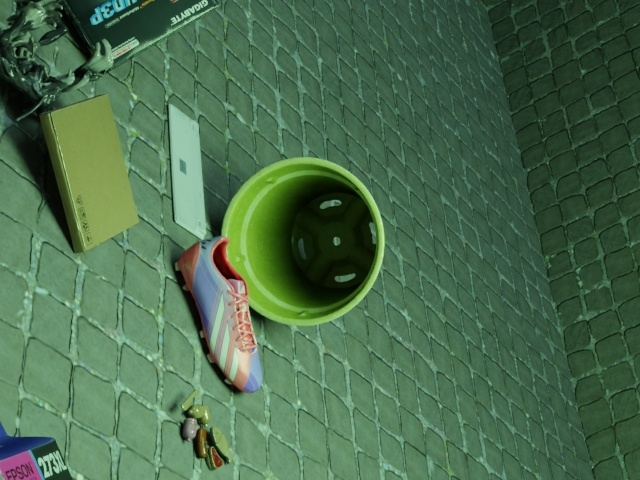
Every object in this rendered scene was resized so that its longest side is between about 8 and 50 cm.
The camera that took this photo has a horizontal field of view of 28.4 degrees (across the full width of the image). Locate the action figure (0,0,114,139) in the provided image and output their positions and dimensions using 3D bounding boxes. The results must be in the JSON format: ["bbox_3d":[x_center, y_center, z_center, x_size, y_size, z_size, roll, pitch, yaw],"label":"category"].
[{"bbox_3d":[-0.392,-0.283,1.817,0.164,0.141,0.275,46,26,-55],"label":"action figure"}]

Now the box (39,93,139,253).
[{"bbox_3d":[-0.328,-0.099,1.817,0.164,0.021,0.201,-38,118,-65],"label":"box"}]

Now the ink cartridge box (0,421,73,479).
[{"bbox_3d":[-0.309,0.334,1.402,0.371,0.069,0.176,62,8,5],"label":"ink cartridge box"}]

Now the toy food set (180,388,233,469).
[{"bbox_3d":[-0.170,0.280,1.820,0.122,0.019,0.078,66,24,-11],"label":"toy food set"}]

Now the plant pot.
[{"bbox_3d":[0.000,0.000,2.175,0.276,0.276,0.254,65,14,5],"label":"plant pot"}]

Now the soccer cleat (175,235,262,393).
[{"bbox_3d":[-0.139,0.114,1.950,0.083,0.095,0.248,-9,72,-64],"label":"soccer cleat"}]

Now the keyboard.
[{"bbox_3d":[-0.225,-0.118,2.119,0.072,0.014,0.256,31,39,-41],"label":"keyboard"}]

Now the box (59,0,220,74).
[{"bbox_3d":[-0.300,-0.396,2.030,0.175,0.220,0.051,60,-13,-7],"label":"box"}]
